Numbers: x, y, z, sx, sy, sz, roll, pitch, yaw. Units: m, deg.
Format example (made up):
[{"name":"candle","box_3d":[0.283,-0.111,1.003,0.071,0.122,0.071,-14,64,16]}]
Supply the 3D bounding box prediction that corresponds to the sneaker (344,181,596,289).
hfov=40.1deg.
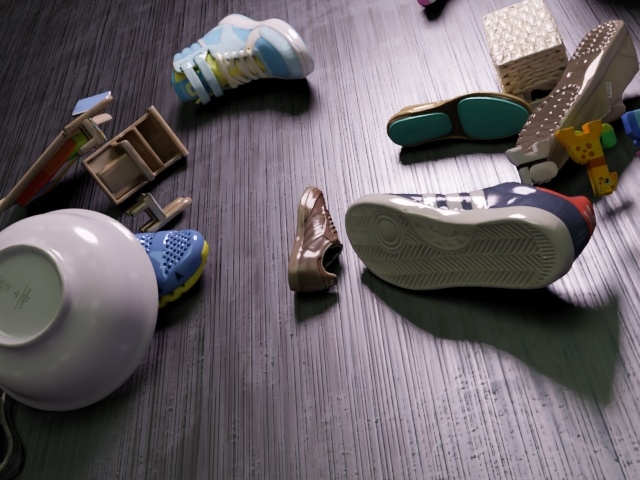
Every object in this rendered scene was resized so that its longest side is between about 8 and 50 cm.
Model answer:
[{"name":"sneaker","box_3d":[0.192,-0.015,1.142,0.350,0.131,0.148,9,30,43]}]

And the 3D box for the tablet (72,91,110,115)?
[{"name":"tablet","box_3d":[-0.496,-0.296,1.898,0.083,0.006,0.054,-13,42,18]}]

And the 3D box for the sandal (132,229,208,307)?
[{"name":"sandal","box_3d":[-0.326,0.038,1.346,0.317,0.138,0.126,-14,39,13]}]

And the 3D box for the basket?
[{"name":"basket","box_3d":[0.321,-0.286,1.355,0.113,0.103,0.167,-17,42,13]}]

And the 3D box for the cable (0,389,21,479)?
[{"name":"cable","box_3d":[-0.478,0.244,1.258,0.139,0.072,0.287,-8,43,14]}]

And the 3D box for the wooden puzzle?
[{"name":"wooden puzzle","box_3d":[-0.485,-0.137,1.599,0.238,0.044,0.221,-42,10,8]}]

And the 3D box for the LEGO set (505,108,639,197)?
[{"name":"LEGO set","box_3d":[0.365,-0.104,1.117,0.227,0.093,0.087,-15,-5,-2]}]

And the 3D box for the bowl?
[{"name":"bowl","box_3d":[-0.387,0.085,1.222,0.297,0.134,0.298,-3,77,12]}]

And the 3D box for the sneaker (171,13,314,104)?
[{"name":"sneaker","box_3d":[-0.160,-0.319,1.648,0.208,0.127,0.319,-39,31,-16]}]

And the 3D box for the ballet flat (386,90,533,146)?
[{"name":"ballet flat","box_3d":[0.214,-0.195,1.343,0.232,0.080,0.073,-2,31,25]}]

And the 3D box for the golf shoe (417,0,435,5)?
[{"name":"golf shoe","box_3d":[0.257,-0.564,1.686,0.140,0.115,0.306,2,49,26]}]

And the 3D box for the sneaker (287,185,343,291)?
[{"name":"sneaker","box_3d":[0.000,0.000,1.274,0.071,0.066,0.188,2,51,8]}]

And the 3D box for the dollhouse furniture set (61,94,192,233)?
[{"name":"dollhouse furniture set","box_3d":[-0.303,-0.144,1.475,0.161,0.212,0.242,-40,14,-12]}]

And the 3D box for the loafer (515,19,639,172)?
[{"name":"loafer","box_3d":[0.372,-0.186,1.230,0.269,0.092,0.102,-55,18,-10]}]
